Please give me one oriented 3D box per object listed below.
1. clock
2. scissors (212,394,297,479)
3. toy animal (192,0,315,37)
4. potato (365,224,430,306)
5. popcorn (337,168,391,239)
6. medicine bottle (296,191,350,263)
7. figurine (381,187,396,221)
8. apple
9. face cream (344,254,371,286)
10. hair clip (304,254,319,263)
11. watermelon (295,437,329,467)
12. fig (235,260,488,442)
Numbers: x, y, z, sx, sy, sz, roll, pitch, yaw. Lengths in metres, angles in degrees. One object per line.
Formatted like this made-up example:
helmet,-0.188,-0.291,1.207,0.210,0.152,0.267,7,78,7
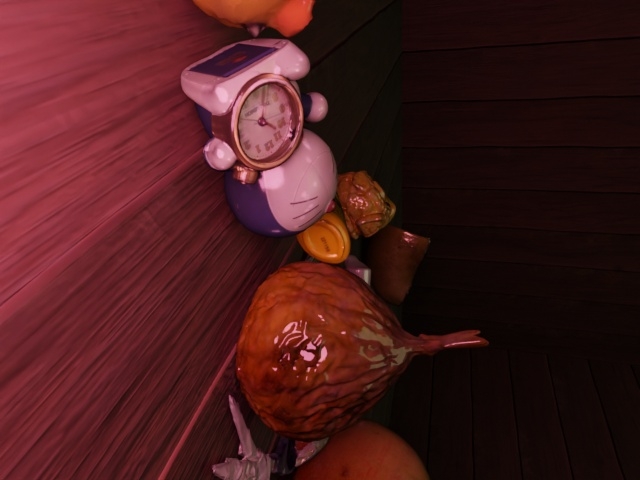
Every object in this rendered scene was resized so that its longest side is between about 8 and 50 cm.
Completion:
clock,-0.060,-0.115,0.533,0.199,0.146,0.243,-47,142,-27
scissors,-0.102,0.385,0.708,0.256,0.029,0.383,-76,160,-43
toy animal,-0.065,-0.327,0.466,0.169,0.195,0.281,35,44,-23
potato,0.253,0.091,1.638,0.330,0.212,0.280,22,87,-88
popcorn,0.089,-0.084,1.060,0.173,0.168,0.195,-54,169,6
medicine bottle,-0.001,-0.062,0.769,0.111,0.076,0.309,52,13,-21
figurine,0.144,-0.081,1.269,0.246,0.156,0.131,80,20,-77
apple,0.077,0.559,0.879,0.277,0.319,0.319,-10,103,-64
face cream,0.092,0.226,1.143,0.145,0.145,0.370,-3,96,-74
hair clip,0.003,0.000,0.976,0.229,0.036,0.066,-65,147,-52
watermelon,-0.022,0.368,0.879,0.187,0.071,0.139,-69,145,-81
fig,0.062,0.163,0.652,0.286,0.368,0.286,-6,90,-68
